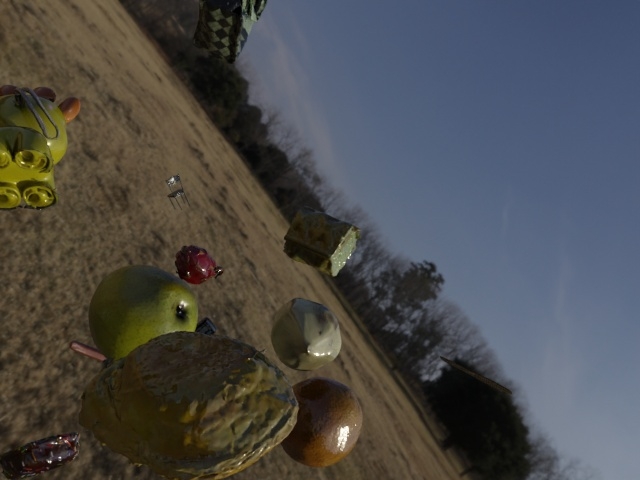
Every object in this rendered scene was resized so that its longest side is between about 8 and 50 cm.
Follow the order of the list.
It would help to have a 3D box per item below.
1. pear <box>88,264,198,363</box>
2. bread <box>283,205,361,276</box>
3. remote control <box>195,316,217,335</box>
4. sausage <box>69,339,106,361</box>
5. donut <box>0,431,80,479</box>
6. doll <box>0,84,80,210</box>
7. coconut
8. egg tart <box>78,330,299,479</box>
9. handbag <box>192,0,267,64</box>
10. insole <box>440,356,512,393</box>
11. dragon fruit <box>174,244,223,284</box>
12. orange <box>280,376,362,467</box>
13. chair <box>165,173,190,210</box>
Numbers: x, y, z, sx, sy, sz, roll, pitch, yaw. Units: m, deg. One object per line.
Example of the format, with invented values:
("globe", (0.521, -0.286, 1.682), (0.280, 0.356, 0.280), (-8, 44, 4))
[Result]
("pear", (-0.455, 0.203, 1.413), (0.294, 0.294, 0.294), (55, 0, 0))
("bread", (-0.001, 0.004, 2.147), (0.252, 0.239, 0.196), (31, -3, 19))
("remote control", (-0.392, 0.300, 1.549), (0.059, 0.212, 0.028), (55, -11, -17))
("sausage", (-0.738, 0.361, 1.755), (0.147, 0.035, 0.030), (35, -16, -31))
("donut", (-0.858, 0.666, 1.678), (0.235, 0.235, 0.089), (54, 14, -71))
("doll", (-0.400, -0.143, 0.726), (0.135, 0.142, 0.221), (106, -26, -45))
("coconut", (-0.039, 0.270, 1.565), (0.224, 0.224, 0.224), (55, 0, 0))
("egg tart", (-0.210, 0.253, 0.959), (0.351, 0.339, 0.153), (22, -61, 32))
("handbag", (-0.224, -0.763, 1.549), (0.180, 0.416, 0.316), (23, -11, -9))
("insole", (0.268, 0.234, 0.946), (0.135, 0.002, 0.045), (24, -17, 28))
("dragon fruit", (-0.295, 0.074, 1.365), (0.094, 0.094, 0.190), (55, 3, 28))
("orange", (-0.001, 0.523, 1.584), (0.264, 0.264, 0.264), (55, 0, 0))
("chair", (-0.337, -0.114, 1.268), (0.042, 0.037, 0.086), (17, -48, 46))
